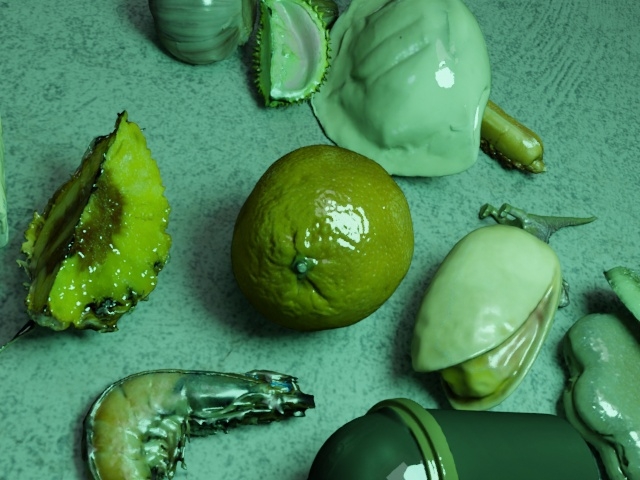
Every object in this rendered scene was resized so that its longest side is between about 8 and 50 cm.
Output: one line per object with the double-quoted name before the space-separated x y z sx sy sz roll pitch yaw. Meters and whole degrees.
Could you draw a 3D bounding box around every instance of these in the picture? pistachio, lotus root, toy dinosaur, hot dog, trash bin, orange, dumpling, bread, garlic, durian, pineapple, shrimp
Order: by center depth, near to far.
"trash bin" 0.139 0.289 0.906 0.333 0.214 0.214 4 52 -22
"shrimp" -0.131 0.249 0.933 0.290 0.054 0.222 -5 54 -20
"pineapple" -0.292 0.018 1.022 0.161 0.158 0.335 41 41 -42
"orange" 0.000 0.000 1.048 0.264 0.264 0.264 11 51 -13
"pistachio" 0.242 0.102 1.110 0.187 0.187 0.299 30 50 3
"bread" 0.456 0.263 1.123 0.183 0.102 0.337 -21 65 -30
"bread" 0.535 0.139 1.199 0.267 0.040 0.267 41 19 -17
"toy dinosaur" 0.371 -0.010 1.340 0.199 0.072 0.251 35 36 -6
"dumpling" 0.129 -0.294 1.345 0.315 0.233 0.395 -6 76 13
"durian" -0.055 -0.331 1.372 0.137 0.095 0.221 -2 85 -18
"garlic" -0.200 -0.436 1.374 0.207 0.207 0.257 -3 44 -23
"hot dog" 0.316 -0.203 1.445 0.249 0.102 0.076 42 92 16
"lotus root" -0.037 -0.418 1.486 0.144 0.070 0.143 0 48 -16

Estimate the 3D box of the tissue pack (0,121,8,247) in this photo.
"tissue pack" -0.493 -0.088 1.033 0.148 0.092 0.196 -3 54 -22
